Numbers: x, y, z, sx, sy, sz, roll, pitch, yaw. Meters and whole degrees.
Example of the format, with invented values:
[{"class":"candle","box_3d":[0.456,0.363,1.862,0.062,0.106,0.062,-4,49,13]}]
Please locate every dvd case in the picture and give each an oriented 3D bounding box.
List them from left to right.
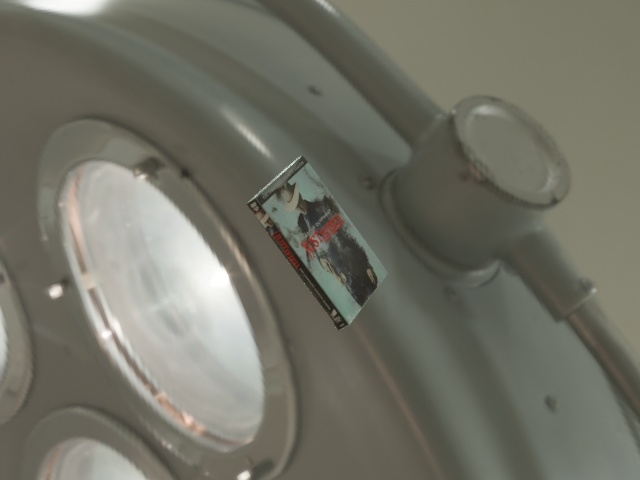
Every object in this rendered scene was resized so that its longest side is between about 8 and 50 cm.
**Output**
[{"class":"dvd case","box_3d":[0.000,0.000,0.831,0.013,0.087,0.119,-32,-82,35]}]
